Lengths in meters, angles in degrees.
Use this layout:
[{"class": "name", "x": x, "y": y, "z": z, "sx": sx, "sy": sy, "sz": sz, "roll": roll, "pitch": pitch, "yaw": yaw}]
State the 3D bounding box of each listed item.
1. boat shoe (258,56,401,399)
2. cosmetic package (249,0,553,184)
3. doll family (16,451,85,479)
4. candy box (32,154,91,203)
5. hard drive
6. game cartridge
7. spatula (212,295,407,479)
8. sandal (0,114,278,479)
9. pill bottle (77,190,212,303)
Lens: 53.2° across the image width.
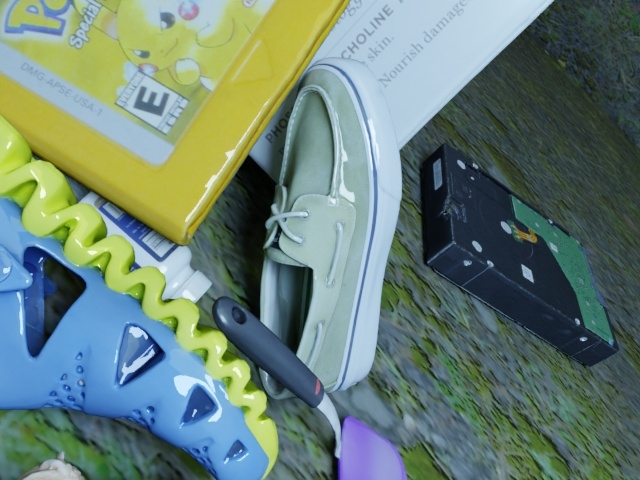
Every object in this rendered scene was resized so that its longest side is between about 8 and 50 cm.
[{"class": "boat shoe", "x": 0.000, "y": 0.000, "z": 0.546, "sx": 0.094, "sy": 0.109, "sz": 0.303, "roll": -13, "pitch": 109, "yaw": -42}, {"class": "cosmetic package", "x": 0.003, "y": -0.299, "z": 0.705, "sx": 0.393, "sy": 0.327, "sz": 0.329, "roll": 45, "pitch": 21, "yaw": -3}, {"class": "doll family", "x": -0.217, "y": 0.134, "z": 0.266, "sx": 0.263, "sy": 0.163, "sz": 0.118, "roll": 29, "pitch": 40, "yaw": -23}, {"class": "candy box", "x": -0.273, "y": -0.099, "z": 0.546, "sx": 0.206, "sy": 0.027, "sz": 0.105, "roll": 46, "pitch": 40, "yaw": 0}, {"class": "hard drive", "x": 0.298, "y": 0.022, "z": 0.975, "sx": 0.338, "sy": 0.064, "sz": 0.237, "roll": 30, "pitch": 39, "yaw": -21}, {"class": "game cartridge", "x": -0.164, "y": -0.198, "z": 0.499, "sx": 0.323, "sy": 0.053, "sz": 0.285, "roll": 32, "pitch": 80, "yaw": -1}, {"class": "spatula", "x": 0.002, "y": 0.142, "z": 0.528, "sx": 0.296, "sy": 0.030, "sz": 0.084, "roll": 56, "pitch": 26, "yaw": -34}, {"class": "sandal", "x": -0.163, "y": 0.061, "z": 0.426, "sx": 0.317, "sy": 0.126, "sz": 0.138, "roll": 42, "pitch": 71, "yaw": 1}, {"class": "pill bottle", "x": -0.150, "y": 0.014, "z": 0.529, "sx": 0.120, "sy": 0.067, "sz": 0.067, "roll": 43, "pitch": 36, "yaw": -5}]
